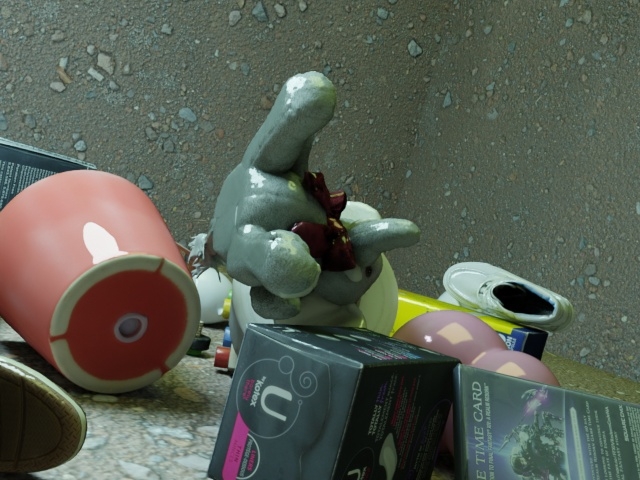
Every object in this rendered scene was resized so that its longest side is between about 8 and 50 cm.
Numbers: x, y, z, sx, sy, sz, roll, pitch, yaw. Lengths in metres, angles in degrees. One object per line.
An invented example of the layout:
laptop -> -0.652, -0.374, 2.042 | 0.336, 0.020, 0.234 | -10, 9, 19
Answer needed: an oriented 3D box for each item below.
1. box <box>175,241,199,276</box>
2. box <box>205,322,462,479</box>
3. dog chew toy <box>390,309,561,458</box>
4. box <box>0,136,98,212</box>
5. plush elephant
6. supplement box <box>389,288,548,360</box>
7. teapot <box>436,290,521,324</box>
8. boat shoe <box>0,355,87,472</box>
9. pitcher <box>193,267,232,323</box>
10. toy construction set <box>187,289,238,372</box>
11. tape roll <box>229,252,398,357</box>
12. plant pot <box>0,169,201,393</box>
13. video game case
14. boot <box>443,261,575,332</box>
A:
box -> -0.308, 0.080, 1.315 | 0.091, 0.170, 0.130 | 15, -12, 22
box -> 0.027, 0.188, 0.803 | 0.143, 0.165, 0.270 | 15, 0, 31
dog chew toy -> 0.233, 0.227, 0.999 | 0.207, 0.206, 0.332 | 13, 9, -45
box -> -0.795, -0.098, 1.475 | 0.480, 0.297, 0.472 | 14, 2, 9
plush elephant -> 0.000, 0.000, 0.959 | 0.256, 0.271, 0.330 | 16, -28, -25
supplement box -> 0.205, 0.211, 1.357 | 0.357, 0.194, 0.195 | 14, 0, 29
teapot -> 0.309, 0.230, 1.551 | 0.256, 0.187, 0.253 | 46, 25, 24
boat shoe -> -0.322, 0.140, 0.668 | 0.258, 0.095, 0.095 | 14, -5, 9
pitcher -> -0.226, 0.144, 1.641 | 0.178, 0.125, 0.207 | 34, 2, 38
toy construction set -> -0.074, 0.118, 1.297 | 0.309, 0.237, 0.257 | 15, 1, 21
tape roll -> -0.017, 0.105, 1.133 | 0.246, 0.246, 0.169 | 14, -25, -3
plant pot -> -0.299, 0.067, 1.005 | 0.275, 0.274, 0.243 | 14, 12, -38
video game case -> 0.276, 0.253, 0.805 | 0.275, 0.196, 0.026 | 14, -39, -9
boot -> 0.327, 0.091, 1.337 | 0.258, 0.095, 0.123 | 17, -6, 33
